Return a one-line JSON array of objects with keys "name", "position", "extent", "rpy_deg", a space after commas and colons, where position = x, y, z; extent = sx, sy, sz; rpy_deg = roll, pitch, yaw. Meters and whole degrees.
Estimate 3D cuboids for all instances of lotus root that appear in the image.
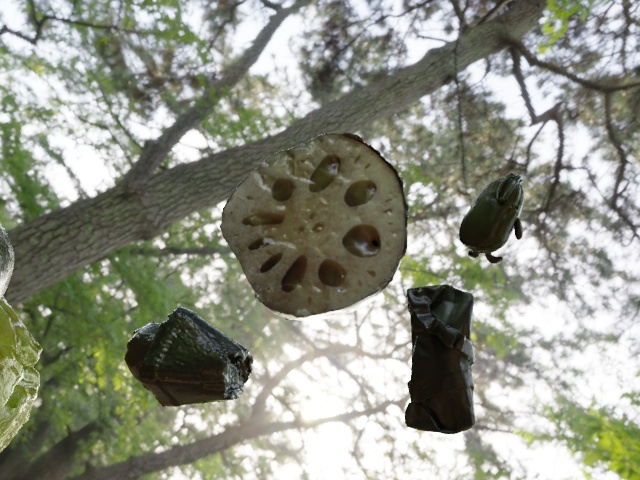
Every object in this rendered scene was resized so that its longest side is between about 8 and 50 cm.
[{"name": "lotus root", "position": [0.000, 0.000, 0.955], "extent": [0.272, 0.272, 0.192], "rpy_deg": [43, -13, 17]}]

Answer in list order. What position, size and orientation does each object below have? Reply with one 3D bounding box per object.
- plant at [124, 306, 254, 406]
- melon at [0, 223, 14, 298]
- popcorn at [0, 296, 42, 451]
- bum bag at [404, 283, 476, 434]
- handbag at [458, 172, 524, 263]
[{"name": "plant", "position": [-0.255, 0.223, 1.270], "extent": [0.256, 0.164, 0.142], "rpy_deg": [5, -37, 27]}, {"name": "melon", "position": [-0.210, 0.010, 0.305], "extent": [0.099, 0.099, 0.162], "rpy_deg": [46, 10, 13]}, {"name": "popcorn", "position": [-0.314, 0.119, 0.485], "extent": [0.184, 0.221, 0.204], "rpy_deg": [53, -6, -11]}, {"name": "bum bag", "position": [0.198, 0.196, 1.135], "extent": [0.123, 0.060, 0.248], "rpy_deg": [-6, -101, 26]}, {"name": "handbag", "position": [0.209, -0.031, 0.798], "extent": [0.047, 0.111, 0.072], "rpy_deg": [31, -6, -41]}]
